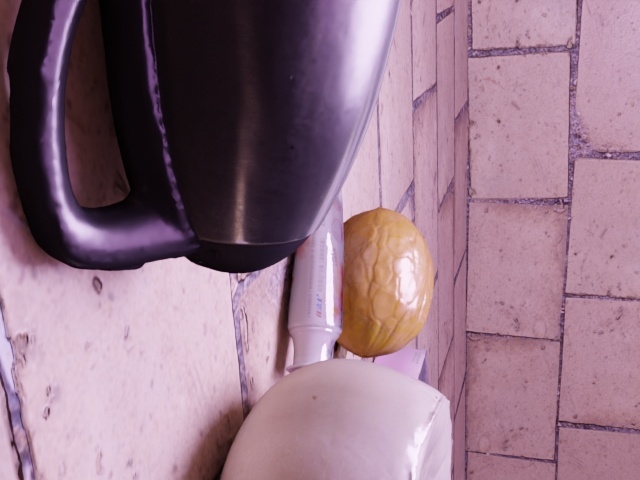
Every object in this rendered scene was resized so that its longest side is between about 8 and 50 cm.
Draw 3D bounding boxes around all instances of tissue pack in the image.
[{"bbox_3d":[0.122,0.314,1.387,0.246,0.092,0.149,-60,148,-57],"label":"tissue pack"}]

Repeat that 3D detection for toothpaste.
[{"bbox_3d":[0.000,0.000,0.984,0.100,0.066,0.323,48,42,-61],"label":"toothpaste"}]

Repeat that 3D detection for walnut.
[{"bbox_3d":[0.074,0.055,1.084,0.159,0.159,0.207,44,51,-69],"label":"walnut"}]

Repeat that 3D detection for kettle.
[{"bbox_3d":[-0.055,-0.099,0.546,0.251,0.207,0.271,-62,159,-69],"label":"kettle"}]

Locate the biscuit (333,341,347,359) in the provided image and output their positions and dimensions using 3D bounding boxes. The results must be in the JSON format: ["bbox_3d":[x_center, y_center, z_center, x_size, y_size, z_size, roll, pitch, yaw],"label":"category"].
[{"bbox_3d":[0.027,0.152,1.170,0.071,0.018,0.147,75,23,-52],"label":"biscuit"}]

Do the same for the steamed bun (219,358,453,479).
[{"bbox_3d":[0.010,0.273,0.794,0.324,0.206,0.324,5,90,-73],"label":"steamed bun"}]
